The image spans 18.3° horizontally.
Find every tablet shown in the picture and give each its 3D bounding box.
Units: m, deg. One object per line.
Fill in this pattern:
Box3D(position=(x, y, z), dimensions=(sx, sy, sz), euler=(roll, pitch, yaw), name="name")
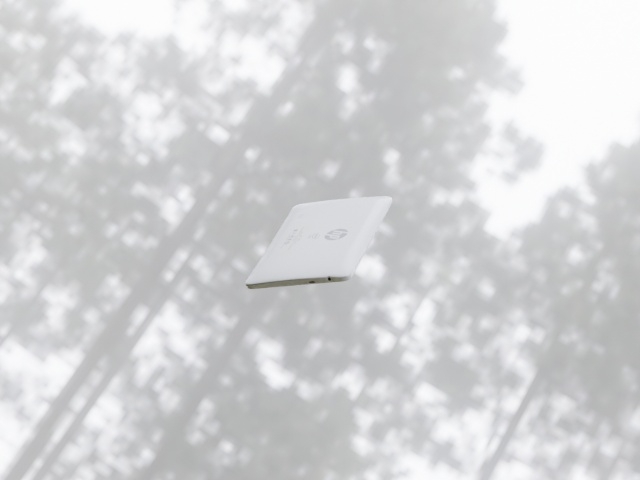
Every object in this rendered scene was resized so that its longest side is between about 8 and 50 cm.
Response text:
Box3D(position=(0.000, 0.000, 0.961), dimensions=(0.054, 0.083, 0.006), euler=(-5, -63, 21), name="tablet")
